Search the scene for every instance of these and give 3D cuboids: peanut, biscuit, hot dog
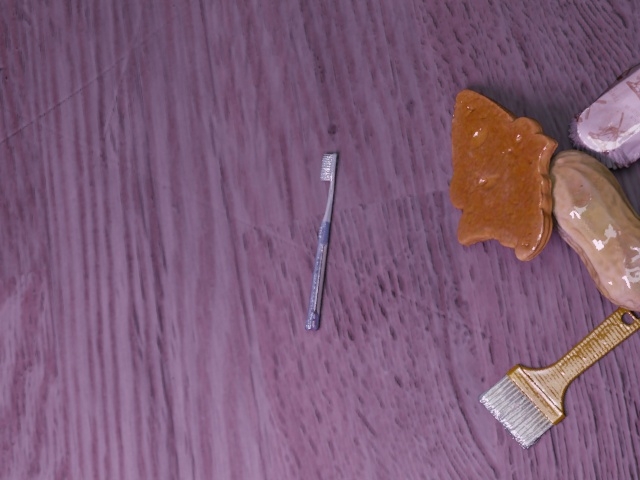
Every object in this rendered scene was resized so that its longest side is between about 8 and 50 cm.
[{"bbox_3d":[0.319,-0.011,1.647,0.090,0.098,0.214,-36,73,3],"label":"peanut"},{"bbox_3d":[0.205,-0.079,1.689,0.162,0.035,0.250,-40,50,29],"label":"biscuit"},{"bbox_3d":[0.377,-0.158,1.702,0.192,0.053,0.099,-40,73,-5],"label":"hot dog"}]

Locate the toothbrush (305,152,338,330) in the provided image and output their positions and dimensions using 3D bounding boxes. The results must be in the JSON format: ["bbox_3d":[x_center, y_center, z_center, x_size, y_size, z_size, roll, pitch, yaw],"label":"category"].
[{"bbox_3d":[0.000,0.000,1.746,0.019,0.016,0.220,3,76,13],"label":"toothbrush"}]

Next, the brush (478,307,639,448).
[{"bbox_3d":[0.285,0.138,1.659,0.218,0.010,0.082,-40,71,-3],"label":"brush"}]
